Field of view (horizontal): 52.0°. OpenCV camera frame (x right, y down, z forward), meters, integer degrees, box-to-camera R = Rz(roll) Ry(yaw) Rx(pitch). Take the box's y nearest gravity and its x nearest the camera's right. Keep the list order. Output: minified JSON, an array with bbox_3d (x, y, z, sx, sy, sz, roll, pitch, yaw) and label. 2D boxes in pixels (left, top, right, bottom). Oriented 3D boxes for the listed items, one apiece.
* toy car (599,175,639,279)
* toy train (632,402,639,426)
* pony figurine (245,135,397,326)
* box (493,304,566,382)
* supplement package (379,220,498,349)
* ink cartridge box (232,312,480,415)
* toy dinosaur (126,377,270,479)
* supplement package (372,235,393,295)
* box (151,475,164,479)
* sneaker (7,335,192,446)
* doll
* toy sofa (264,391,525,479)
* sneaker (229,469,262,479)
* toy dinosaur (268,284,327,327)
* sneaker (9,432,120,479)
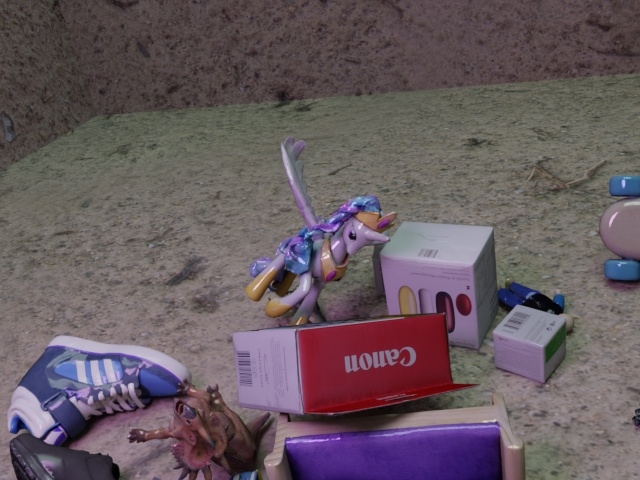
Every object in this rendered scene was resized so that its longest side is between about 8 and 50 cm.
[{"bbox_3d":[0.732,-0.023,1.442,0.211,0.219,0.238,3,2,27],"label":"toy car"},{"bbox_3d":[0.561,0.261,1.092,0.036,0.027,0.158,25,43,33],"label":"toy train"},{"bbox_3d":[0.000,0.000,1.346,0.363,0.303,0.351,-49,30,22],"label":"pony figurine"},{"bbox_3d":[0.389,0.190,1.219,0.102,0.087,0.101,15,37,39],"label":"box"},{"bbox_3d":[0.247,0.087,1.343,0.194,0.203,0.149,5,32,29],"label":"supplement package"},{"bbox_3d":[0.058,0.194,1.077,0.310,0.129,0.272,-2,-7,-35],"label":"ink cartridge box"},{"bbox_3d":[-0.168,0.323,1.068,0.200,0.296,0.127,19,84,43],"label":"toy dinosaur"},{"bbox_3d":[0.216,0.054,1.520,0.180,0.105,0.105,-4,29,13],"label":"supplement package"},{"bbox_3d":[-0.188,0.453,0.904,0.231,0.056,0.183,10,54,33],"label":"box"},{"bbox_3d":[-0.436,0.321,1.267,0.323,0.130,0.236,10,50,11],"label":"sneaker"},{"bbox_3d":[0.446,0.132,1.354,0.129,0.046,0.189,-22,29,-19],"label":"doll"},{"bbox_3d":[0.110,0.347,0.958,0.363,0.150,0.177,-7,27,8],"label":"toy sofa"},{"bbox_3d":[-0.133,0.418,1.019,0.059,0.053,0.144,-5,21,14],"label":"sneaker"},{"bbox_3d":[-0.046,0.165,1.460,0.118,0.064,0.268,-12,30,-16],"label":"toy dinosaur"},{"bbox_3d":[-0.417,0.404,1.107,0.286,0.109,0.130,24,35,32],"label":"sneaker"}]
